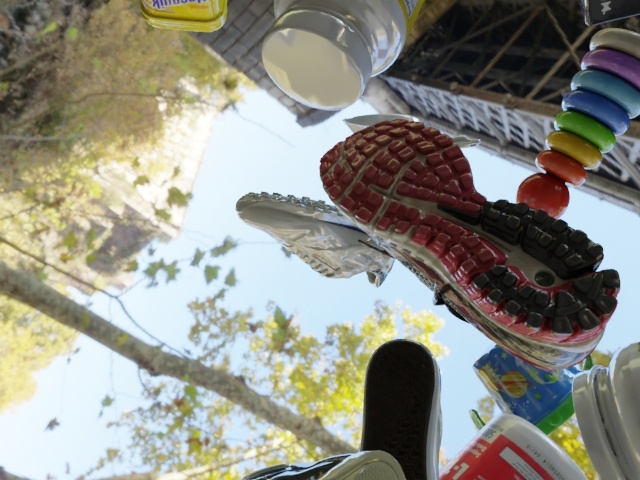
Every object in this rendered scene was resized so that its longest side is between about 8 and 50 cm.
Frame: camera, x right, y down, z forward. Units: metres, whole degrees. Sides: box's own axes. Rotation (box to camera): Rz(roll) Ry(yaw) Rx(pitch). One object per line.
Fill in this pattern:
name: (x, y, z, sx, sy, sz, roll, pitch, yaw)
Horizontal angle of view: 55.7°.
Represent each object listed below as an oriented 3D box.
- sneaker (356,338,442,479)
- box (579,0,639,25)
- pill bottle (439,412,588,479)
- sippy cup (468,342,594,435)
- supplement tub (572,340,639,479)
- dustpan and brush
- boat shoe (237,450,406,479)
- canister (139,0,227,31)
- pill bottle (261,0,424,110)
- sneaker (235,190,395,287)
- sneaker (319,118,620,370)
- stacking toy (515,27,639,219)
sneaker: (0.076, 0.253, 0.595, 0.105, 0.123, 0.290, 9, -112, 19)
box: (0.471, -0.472, 0.709, 0.343, 0.313, 0.179, -7, -139, 21)
pill bottle: (0.275, 0.529, 1.091, 0.407, 0.229, 0.229, -39, -159, -15)
sippy cup: (0.503, 0.337, 1.480, 0.305, 0.224, 0.240, -24, 156, -50)
supplement tub: (0.513, 0.214, 0.748, 0.324, 0.235, 0.236, -28, -147, 32)
dustpan and brush: (0.157, -0.168, 1.004, 0.211, 0.147, 0.060, -7, -106, 22)
boat shoe: (-0.050, 0.194, 0.381, 0.079, 0.233, 0.084, -18, -99, 52)
canister: (-0.200, -0.377, 0.838, 0.170, 0.126, 0.073, 97, -2, -68)
pill bottle: (0.051, -0.351, 0.839, 0.188, 0.188, 0.334, -14, -135, 54)
sneaker: (0.000, 0.000, 0.761, 0.090, 0.235, 0.095, 43, -64, 61)
sneaker: (0.106, 0.001, 0.532, 0.120, 0.112, 0.299, -35, -124, -13)
stacking toy: (0.438, -0.179, 1.020, 0.330, 0.141, 0.141, -59, -157, 8)
